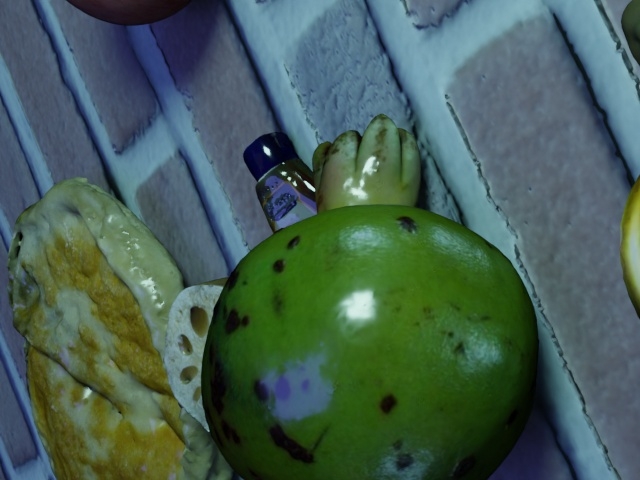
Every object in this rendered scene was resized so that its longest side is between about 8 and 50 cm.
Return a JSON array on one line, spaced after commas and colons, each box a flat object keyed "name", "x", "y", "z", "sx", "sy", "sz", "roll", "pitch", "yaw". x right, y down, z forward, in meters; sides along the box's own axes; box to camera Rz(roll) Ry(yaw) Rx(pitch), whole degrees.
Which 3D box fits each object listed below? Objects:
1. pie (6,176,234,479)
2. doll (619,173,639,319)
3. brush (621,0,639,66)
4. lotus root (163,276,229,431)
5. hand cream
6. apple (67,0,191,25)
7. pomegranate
[{"name": "pie", "x": -0.189, "y": 0.109, "z": 1.049, "sx": 0.339, "sy": 0.077, "sz": 0.339, "roll": 18, "pitch": 113, "yaw": 47}, {"name": "doll", "x": 0.257, "y": 0.059, "z": 0.383, "sx": 0.317, "sy": 0.209, "sz": 0.340, "roll": -23, "pitch": 85, "yaw": 37}, {"name": "brush", "x": 0.244, "y": -0.135, "z": 0.418, "sx": 0.301, "sy": 0.084, "sz": 0.071, "roll": -29, "pitch": 79, "yaw": 46}, {"name": "lotus root", "x": -0.052, "y": 0.079, "z": 0.861, "sx": 0.122, "sy": 0.081, "sz": 0.112, "roll": 38, "pitch": 129, "yaw": 37}, {"name": "hand cream", "x": 0.000, "y": 0.000, "z": 0.802, "sx": 0.062, "sy": 0.039, "sz": 0.163, "roll": -41, "pitch": 73, "yaw": 33}, {"name": "apple", "x": -0.141, "y": -0.226, "z": 0.818, "sx": 0.153, "sy": 0.120, "sz": 0.154, "roll": 22, "pitch": 120, "yaw": 44}, {"name": "pomegranate", "x": 0.026, "y": 0.046, "z": 0.687, "sx": 0.202, "sy": 0.202, "sz": 0.248, "roll": -38, "pitch": 44, "yaw": 51}]
